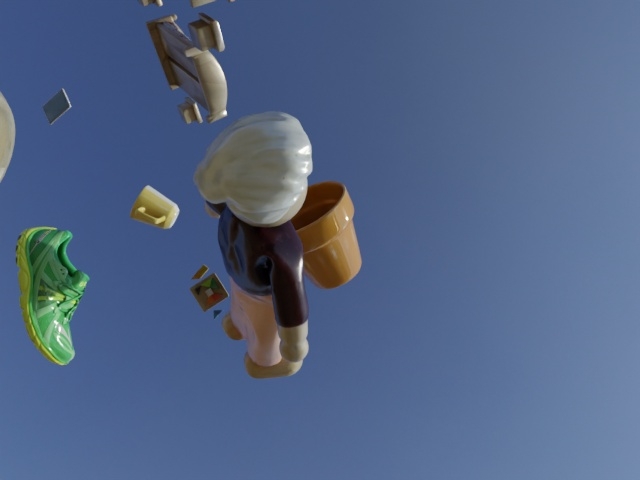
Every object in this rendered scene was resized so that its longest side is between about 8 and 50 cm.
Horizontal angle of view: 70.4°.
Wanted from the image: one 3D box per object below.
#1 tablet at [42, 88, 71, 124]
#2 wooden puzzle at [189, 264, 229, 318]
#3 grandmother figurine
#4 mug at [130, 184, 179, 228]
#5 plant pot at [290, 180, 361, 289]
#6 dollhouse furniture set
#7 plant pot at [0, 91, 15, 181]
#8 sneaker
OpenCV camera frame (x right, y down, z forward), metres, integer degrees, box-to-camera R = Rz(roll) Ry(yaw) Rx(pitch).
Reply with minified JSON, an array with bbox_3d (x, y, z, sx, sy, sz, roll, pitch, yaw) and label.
[{"bbox_3d":[-0.652,-0.330,1.121,0.083,0.006,0.054,-29,-97,21],"label":"tablet"},{"bbox_3d":[-0.263,0.121,1.066,0.078,0.014,0.116,-40,-93,-1],"label":"wooden puzzle"},{"bbox_3d":[-0.062,0.016,0.456,0.208,0.104,0.342,45,-30,22],"label":"grandmother figurine"},{"bbox_3d":[-0.276,-0.045,0.756,0.064,0.078,0.062,28,-45,-11],"label":"mug"},{"bbox_3d":[0.000,0.000,1.021,0.205,0.205,0.188,-17,-61,21],"label":"plant pot"},{"bbox_3d":[-0.173,-0.347,0.821,0.303,0.173,0.356,44,-24,37],"label":"dollhouse furniture set"},{"bbox_3d":[-0.438,-0.117,0.449,0.190,0.284,0.284,20,-58,-10],"label":"plant pot"},{"bbox_3d":[-0.549,0.113,0.947,0.123,0.109,0.296,-10,-92,-20],"label":"sneaker"}]
